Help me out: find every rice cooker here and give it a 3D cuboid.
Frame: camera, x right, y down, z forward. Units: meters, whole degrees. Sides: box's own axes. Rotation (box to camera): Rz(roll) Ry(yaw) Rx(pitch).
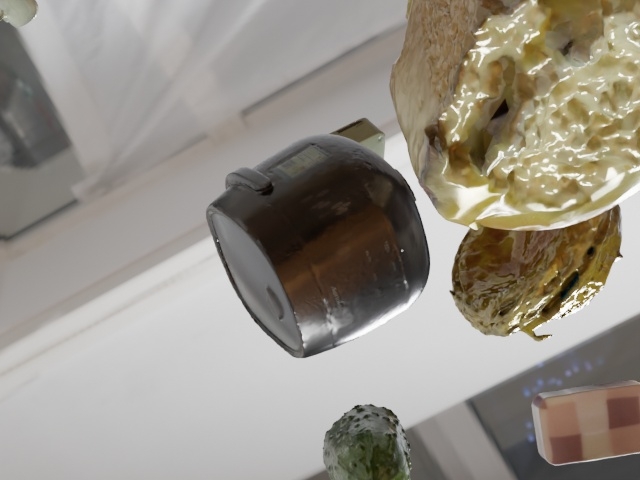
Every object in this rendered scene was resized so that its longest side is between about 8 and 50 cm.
[{"bbox_3d":[0.000,0.000,1.672,0.267,0.224,0.267,50,161,24],"label":"rice cooker"}]

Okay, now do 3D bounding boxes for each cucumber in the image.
[{"bbox_3d":[0.070,0.316,1.859,0.134,0.134,0.244,61,-178,-6],"label":"cucumber"}]

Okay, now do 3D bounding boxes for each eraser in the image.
[{"bbox_3d":[0.248,0.165,1.204,0.026,0.105,0.065,-143,44,-82],"label":"eraser"}]

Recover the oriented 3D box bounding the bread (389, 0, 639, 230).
[{"bbox_3d":[0.179,-0.171,0.945,0.211,0.316,0.270,13,-146,-15],"label":"bread"}]

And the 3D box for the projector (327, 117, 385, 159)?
[{"bbox_3d":[-0.008,-0.044,2.155,0.079,0.257,0.259,46,152,32],"label":"projector"}]

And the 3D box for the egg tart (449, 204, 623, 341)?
[{"bbox_3d":[0.372,0.001,2.194,0.169,0.388,0.388,26,-154,-22],"label":"egg tart"}]

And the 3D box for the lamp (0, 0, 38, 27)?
[{"bbox_3d":[-0.390,-0.209,1.434,0.198,0.056,0.050,-49,-65,-36],"label":"lamp"}]
